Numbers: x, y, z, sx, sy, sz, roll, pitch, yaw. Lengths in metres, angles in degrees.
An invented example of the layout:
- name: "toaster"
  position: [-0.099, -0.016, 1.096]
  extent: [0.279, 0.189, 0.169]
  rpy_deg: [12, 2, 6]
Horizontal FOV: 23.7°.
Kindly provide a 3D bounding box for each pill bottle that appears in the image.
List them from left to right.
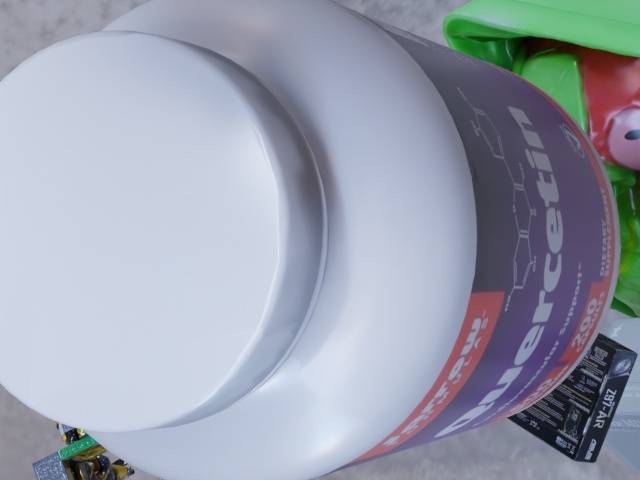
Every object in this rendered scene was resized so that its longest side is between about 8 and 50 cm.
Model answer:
- name: "pill bottle"
  position: [0.000, 0.000, 0.610]
  extent: [0.181, 0.323, 0.181]
  rpy_deg: [0, 90, 24]

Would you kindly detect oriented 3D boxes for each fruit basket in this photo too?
- name: "fruit basket"
  position: [0.216, -0.024, 1.228]
  extent: [0.283, 0.392, 0.392]
  rpy_deg: [21, 117, 42]

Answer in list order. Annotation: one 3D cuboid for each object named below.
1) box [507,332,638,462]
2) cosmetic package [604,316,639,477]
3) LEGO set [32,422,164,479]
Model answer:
- name: "box"
  position: [0.131, 0.077, 0.853]
  extent: [0.018, 0.083, 0.067]
  rpy_deg: [12, 101, -39]
- name: "cosmetic package"
  position: [0.326, 0.164, 1.212]
  extent: [0.238, 0.107, 0.127]
  rpy_deg: [39, 157, -21]
- name: "LEGO set"
  position: [-0.168, 0.329, 1.700]
  extent: [0.255, 0.192, 0.331]
  rpy_deg: [-33, 70, 10]
